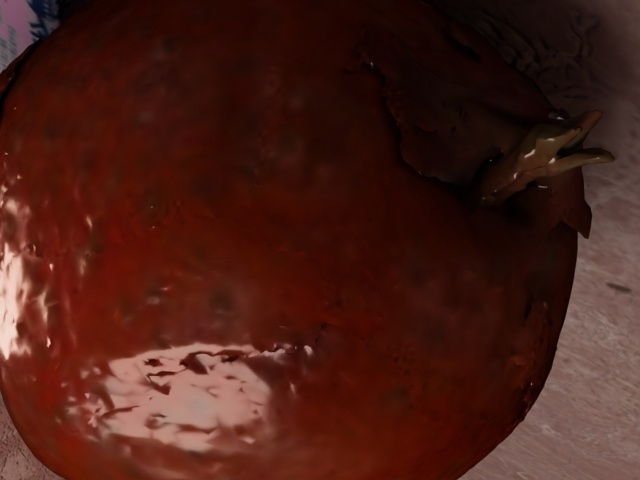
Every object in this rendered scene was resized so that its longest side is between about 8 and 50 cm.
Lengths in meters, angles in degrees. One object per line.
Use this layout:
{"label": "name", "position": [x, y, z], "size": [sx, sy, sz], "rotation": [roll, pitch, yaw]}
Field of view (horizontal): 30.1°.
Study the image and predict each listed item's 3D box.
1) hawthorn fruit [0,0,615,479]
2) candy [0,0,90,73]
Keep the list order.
{"label": "hawthorn fruit", "position": [0.000, 0.000, 0.516], "size": [0.307, 0.276, 0.276], "rotation": [-12, 133, 44]}
{"label": "candy", "position": [-0.133, -0.140, 0.588], "size": [0.073, 0.092, 0.160], "rotation": [29, 158, 2]}
